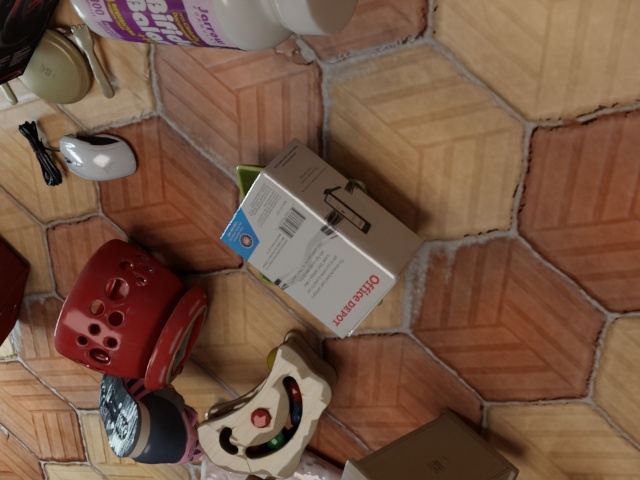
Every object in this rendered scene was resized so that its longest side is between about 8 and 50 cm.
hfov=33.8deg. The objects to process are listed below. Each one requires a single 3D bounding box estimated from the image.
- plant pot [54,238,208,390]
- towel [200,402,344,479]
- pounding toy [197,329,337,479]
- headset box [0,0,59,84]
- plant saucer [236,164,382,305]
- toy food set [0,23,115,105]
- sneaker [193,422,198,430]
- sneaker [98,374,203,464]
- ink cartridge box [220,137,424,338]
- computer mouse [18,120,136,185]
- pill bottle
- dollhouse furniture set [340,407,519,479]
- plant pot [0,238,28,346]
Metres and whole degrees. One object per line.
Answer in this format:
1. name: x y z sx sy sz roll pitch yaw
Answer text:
1. plant pot: -0.270 0.115 1.552 0.174 0.191 0.191 24 134 4
2. towel: -0.058 0.448 1.755 0.332 0.053 0.317 25 133 15
3. pounding toy: -0.082 0.255 1.557 0.154 0.155 0.269 26 103 1
4. headset box: -0.408 -0.308 1.265 0.110 0.218 0.293 40 125 2
5. plant saucer: -0.005 -0.017 1.362 0.188 0.045 0.188 10 128 29
6. toy food set: -0.370 -0.248 1.448 0.192 0.038 0.132 1 130 25
7. sneaker: -0.296 0.289 1.770 0.185 0.084 0.069 37 136 4
8. sneaker: -0.265 0.256 1.639 0.131 0.319 0.112 19 105 -23
9. ink cartridge box: 0.000 0.000 1.277 0.203 0.086 0.148 39 136 1
10. computer mouse: -0.351 -0.121 1.522 0.193 0.042 0.106 5 124 32
11. pill bottle: -0.115 -0.292 1.138 0.302 0.169 0.169 10 128 29
12. dollhouse furniture set: 0.149 0.437 1.421 0.286 0.198 0.303 39 131 33
13. plant pot: -0.645 0.104 1.759 0.236 0.267 0.267 26 135 -2
